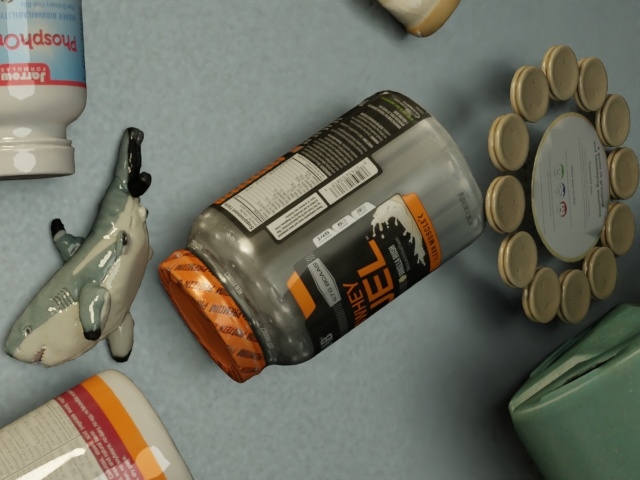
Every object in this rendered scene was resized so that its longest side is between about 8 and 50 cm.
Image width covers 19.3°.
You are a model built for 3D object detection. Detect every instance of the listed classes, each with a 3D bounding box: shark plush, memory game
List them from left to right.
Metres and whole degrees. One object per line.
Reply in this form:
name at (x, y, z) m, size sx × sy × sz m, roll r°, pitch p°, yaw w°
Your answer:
shark plush at (-0.145, 0.004, 1.185) m, size 0.067 × 0.073 × 0.161 m, roll 14°, pitch 89°, yaw 15°
memory game at (0.161, -0.036, 1.241) m, size 0.186 × 0.012 × 0.186 m, roll -2°, pitch 93°, yaw -51°

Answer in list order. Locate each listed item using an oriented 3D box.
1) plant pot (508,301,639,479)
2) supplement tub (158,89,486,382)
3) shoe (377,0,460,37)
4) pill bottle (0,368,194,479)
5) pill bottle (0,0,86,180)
plant pot at (0.311, 0.169, 1.183) m, size 0.341 × 0.341 × 0.334 m, roll -36°, pitch 90°, yaw -14°
supplement tub at (0.000, 0.000, 1.191) m, size 0.190 × 0.117 × 0.117 m, roll -35°, pitch 98°, yaw -13°
shoe at (0.102, -0.240, 1.247) m, size 0.058 × 0.076 × 0.219 m, roll 33°, pitch 82°, yaw -18°
pill bottle at (-0.188, 0.180, 1.131) m, size 0.221 × 0.121 × 0.121 m, roll -30°, pitch 96°, yaw -14°
pill bottle at (-0.188, -0.118, 1.156) m, size 0.087 × 0.087 × 0.160 m, roll -4°, pitch 89°, yaw -16°
